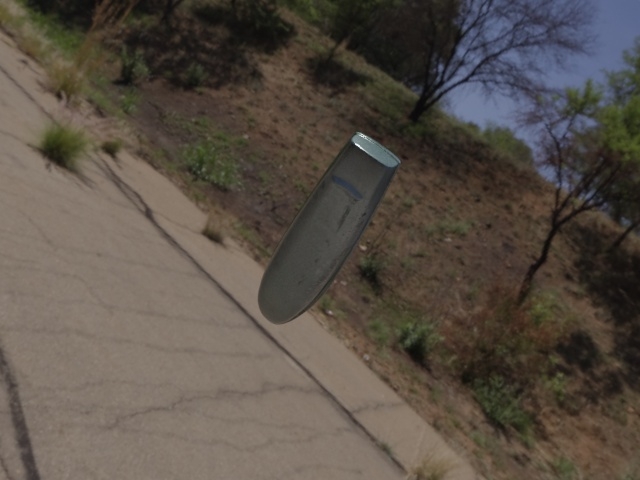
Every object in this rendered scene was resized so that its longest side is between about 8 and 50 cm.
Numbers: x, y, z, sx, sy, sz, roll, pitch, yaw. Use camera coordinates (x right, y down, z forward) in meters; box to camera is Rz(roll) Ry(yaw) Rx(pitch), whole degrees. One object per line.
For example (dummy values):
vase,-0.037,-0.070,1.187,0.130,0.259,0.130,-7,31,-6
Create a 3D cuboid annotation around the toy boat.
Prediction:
toy boat,0.000,0.000,0.661,0.078,0.261,0.085,36,28,7
